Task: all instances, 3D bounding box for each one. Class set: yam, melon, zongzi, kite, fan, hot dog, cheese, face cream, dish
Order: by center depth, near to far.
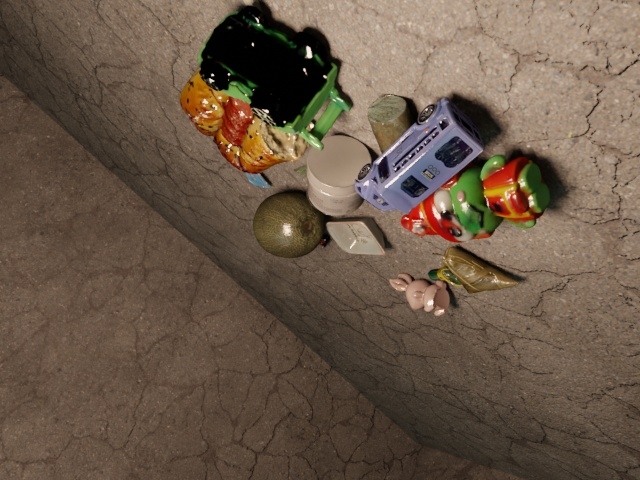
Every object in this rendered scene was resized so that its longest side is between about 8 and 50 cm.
[{"bbox_3d":[0.195,-0.216,1.164,0.106,0.106,0.259,15,147,40],"label":"yam"},{"bbox_3d":[0.049,-0.177,1.338,0.177,0.177,0.153,31,155,14],"label":"face cream"},{"bbox_3d":[0.437,0.070,1.349,0.189,0.081,0.178,44,156,-16],"label":"zongzi"},{"bbox_3d":[-0.246,-0.363,1.416,0.367,0.196,0.365,51,156,-20],"label":"hot dog"},{"bbox_3d":[0.399,0.105,1.516,0.082,0.039,0.155,46,156,-17],"label":"fan"},{"bbox_3d":[0.002,-0.182,1.598,0.229,0.012,0.250,32,156,15],"label":"kite"},{"bbox_3d":[0.119,-0.026,1.639,0.234,0.064,0.154,1,136,52],"label":"dish"},{"bbox_3d":[-0.118,-0.054,1.706,0.237,0.237,0.301,49,160,-23],"label":"melon"},{"bbox_3d":[-0.271,-0.286,1.739,0.135,0.052,0.245,19,150,41],"label":"cheese"}]

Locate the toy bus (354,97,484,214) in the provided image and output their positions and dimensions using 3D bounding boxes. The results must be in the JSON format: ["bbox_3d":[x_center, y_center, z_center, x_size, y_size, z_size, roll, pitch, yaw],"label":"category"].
[{"bbox_3d":[0.208,-0.160,1.059,0.125,0.133,0.292,32,125,-24],"label":"toy bus"}]

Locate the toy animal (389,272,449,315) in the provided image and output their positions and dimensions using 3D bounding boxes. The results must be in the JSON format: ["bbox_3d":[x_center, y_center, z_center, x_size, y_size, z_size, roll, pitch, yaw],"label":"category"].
[{"bbox_3d":[0.339,0.184,1.652,0.212,0.124,0.124,15,148,52],"label":"toy animal"}]

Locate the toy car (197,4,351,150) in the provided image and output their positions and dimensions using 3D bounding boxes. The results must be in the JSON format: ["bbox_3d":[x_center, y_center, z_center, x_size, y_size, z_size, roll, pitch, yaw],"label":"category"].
[{"bbox_3d":[-0.112,-0.390,1.163,0.358,0.214,0.176,32,175,10],"label":"toy car"}]

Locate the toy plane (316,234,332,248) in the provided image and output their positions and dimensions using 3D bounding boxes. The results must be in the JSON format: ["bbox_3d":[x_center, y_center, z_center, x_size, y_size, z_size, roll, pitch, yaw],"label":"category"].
[{"bbox_3d":[0.000,0.000,1.882,0.060,0.037,0.145,45,154,-5],"label":"toy plane"}]

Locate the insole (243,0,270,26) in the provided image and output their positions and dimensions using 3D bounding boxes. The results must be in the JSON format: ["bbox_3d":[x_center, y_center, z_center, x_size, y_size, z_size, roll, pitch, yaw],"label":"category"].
[{"bbox_3d":[-0.167,-0.577,1.149,0.065,0.004,0.197,15,146,41],"label":"insole"}]

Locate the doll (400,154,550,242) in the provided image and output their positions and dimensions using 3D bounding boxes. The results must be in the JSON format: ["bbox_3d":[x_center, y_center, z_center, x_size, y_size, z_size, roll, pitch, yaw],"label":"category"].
[{"bbox_3d":[0.333,-0.085,1.110,0.362,0.160,0.183,-19,119,43],"label":"doll"}]
